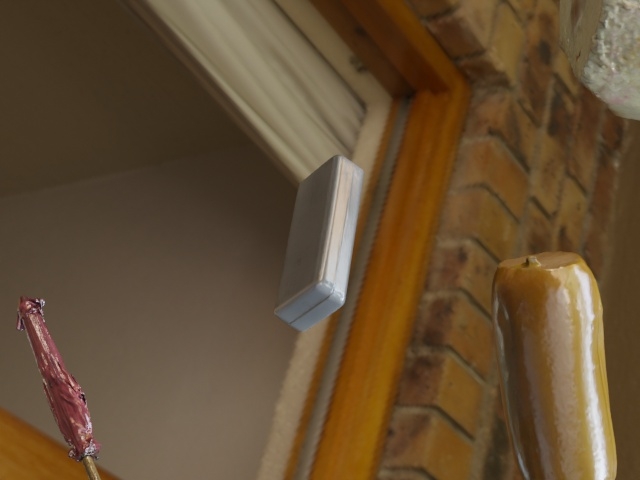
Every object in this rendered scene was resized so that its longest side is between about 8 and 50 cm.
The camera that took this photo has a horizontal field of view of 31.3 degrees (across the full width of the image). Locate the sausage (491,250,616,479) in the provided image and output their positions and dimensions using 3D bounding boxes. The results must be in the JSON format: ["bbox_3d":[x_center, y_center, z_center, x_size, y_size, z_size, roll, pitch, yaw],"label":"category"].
[{"bbox_3d":[0.239,0.174,1.139,0.112,0.112,0.328,-5,-84,39],"label":"sausage"}]

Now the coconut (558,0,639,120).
[{"bbox_3d":[0.414,-0.277,1.297,0.254,0.297,0.297,4,-127,3],"label":"coconut"}]

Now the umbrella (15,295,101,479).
[{"bbox_3d":[-0.175,0.100,0.772,0.025,0.027,0.165,-16,-126,-22],"label":"umbrella"}]

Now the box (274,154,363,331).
[{"bbox_3d":[0.000,0.000,1.513,0.103,0.055,0.244,-37,-150,39],"label":"box"}]
